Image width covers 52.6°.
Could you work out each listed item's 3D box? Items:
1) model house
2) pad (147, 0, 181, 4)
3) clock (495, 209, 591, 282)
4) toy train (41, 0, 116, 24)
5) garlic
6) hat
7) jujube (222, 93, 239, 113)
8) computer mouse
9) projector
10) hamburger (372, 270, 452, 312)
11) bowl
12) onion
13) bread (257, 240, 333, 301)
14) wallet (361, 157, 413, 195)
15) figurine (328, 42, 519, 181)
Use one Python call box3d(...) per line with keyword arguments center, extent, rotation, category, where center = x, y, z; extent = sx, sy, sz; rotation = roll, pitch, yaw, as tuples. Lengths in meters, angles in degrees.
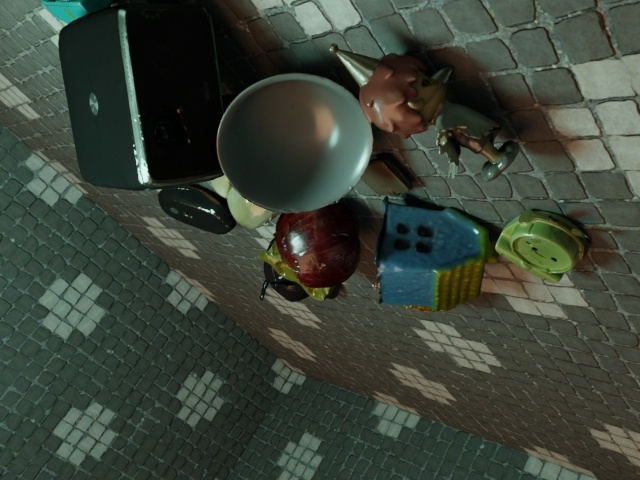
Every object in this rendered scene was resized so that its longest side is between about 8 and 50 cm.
box3d(center=(0.286, 0.047, 1.621), extent=(0.303, 0.216, 0.237), rotation=(10, 152, 14), category="model house")
box3d(center=(-0.358, -0.546, 1.512), extent=(0.116, 0.004, 0.193), rotation=(8, 147, 47), category="pad")
box3d(center=(0.494, 0.003, 1.408), extent=(0.170, 0.069, 0.232), rotation=(31, 159, 5), category="clock")
box3d(center=(-0.612, -0.610, 1.586), extent=(0.203, 0.112, 0.163), rotation=(19, 161, 37), category="toy train")
box3d(center=(-0.190, -0.172, 1.861), extent=(0.249, 0.286, 0.313), rotation=(-9, 172, -14), category="garlic")
box3d(center=(-0.101, 0.169, 2.421), extent=(0.336, 0.209, 0.238), rotation=(45, 158, -26), category="hat")
box3d(center=(-0.165, -0.249, 1.627), extent=(0.290, 0.197, 0.197), rotation=(27, 161, -13), category="jujube")
box3d(center=(-0.452, -0.127, 2.409), extent=(0.323, 0.116, 0.183), rotation=(20, 154, 12), category="computer mouse")
box3d(center=(-0.416, -0.326, 1.512), extent=(0.405, 0.242, 0.396), rotation=(8, 109, 49), category="projector")
box3d(center=(0.280, 0.128, 1.881), extent=(0.227, 0.151, 0.295), rotation=(34, 160, -10), category="hamburger")
box3d(center=(-0.062, -0.244, 1.465), extent=(0.345, 0.345, 0.157), rotation=(47, -162, -33), category="bowl")
box3d(center=(0.000, 0.000, 1.856), extent=(0.276, 0.276, 0.276), rotation=(28, 159, 12), category="onion")
box3d(center=(-0.033, 0.058, 2.075), extent=(0.252, 0.238, 0.196), rotation=(39, 158, 9), category="bread")
box3d(center=(0.153, -0.156, 1.590), extent=(0.118, 0.039, 0.152), rotation=(44, 160, -21), category="wallet")
box3d(center=(0.187, -0.255, 1.199), extent=(0.387, 0.166, 0.207), rotation=(37, -158, 1), category="figurine")
